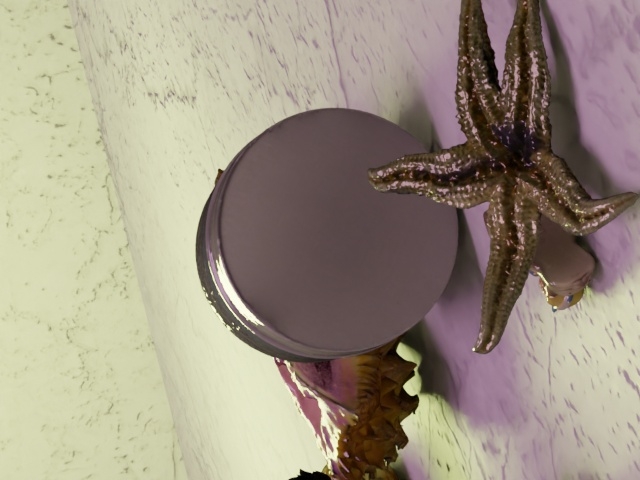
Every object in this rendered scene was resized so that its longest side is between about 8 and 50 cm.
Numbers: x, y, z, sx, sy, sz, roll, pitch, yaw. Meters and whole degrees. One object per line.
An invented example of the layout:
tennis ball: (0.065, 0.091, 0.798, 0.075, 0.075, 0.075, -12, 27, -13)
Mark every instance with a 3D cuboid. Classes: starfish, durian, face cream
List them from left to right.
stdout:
face cream: (0.000, 0.000, 1.386, 0.153, 0.177, 0.177, 151, 102, -79)
durian: (0.007, 0.074, 1.604, 0.341, 0.112, 0.191, 60, 176, 44)
starfish: (0.103, -0.045, 1.104, 0.216, 0.050, 0.224, 5, 89, 43)

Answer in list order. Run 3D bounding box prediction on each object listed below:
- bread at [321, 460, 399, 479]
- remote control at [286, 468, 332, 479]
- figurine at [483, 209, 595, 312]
bread: (0.024, 0.285, 1.874, 0.367, 0.084, 0.077, 104, -173, -68)
remote control: (0.096, 0.344, 1.485, 0.399, 0.062, 0.144, 50, 168, 24)
figurine: (0.137, 0.010, 1.144, 0.083, 0.047, 0.051, 54, 174, 35)
